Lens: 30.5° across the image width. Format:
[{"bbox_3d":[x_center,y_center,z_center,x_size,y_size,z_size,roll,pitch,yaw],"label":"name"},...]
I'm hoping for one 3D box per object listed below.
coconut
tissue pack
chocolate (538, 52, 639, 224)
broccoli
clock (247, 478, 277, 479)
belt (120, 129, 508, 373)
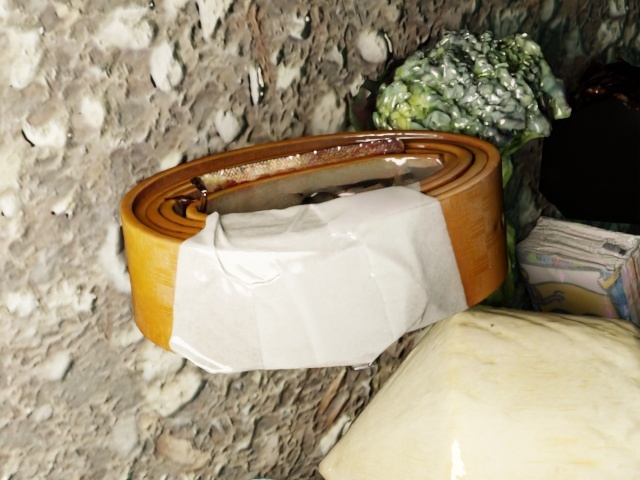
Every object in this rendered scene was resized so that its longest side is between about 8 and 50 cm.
[{"bbox_3d":[0.158,0.196,0.996,0.329,0.329,0.328,-19,117,-41],"label":"coconut"},{"bbox_3d":[0.270,0.056,1.171,0.065,0.115,0.155,-47,132,-27],"label":"tissue pack"},{"bbox_3d":[0.291,-0.113,1.141,0.133,0.156,0.156,-72,148,-46],"label":"chocolate"},{"bbox_3d":[0.131,-0.039,0.996,0.165,0.145,0.304,-41,143,-23],"label":"broccoli"},{"bbox_3d":[-0.032,0.284,0.827,0.223,0.274,0.094,-25,120,-40],"label":"clock"},{"bbox_3d":[0.000,0.000,0.796,0.261,0.184,0.105,-11,115,-13],"label":"belt"}]
